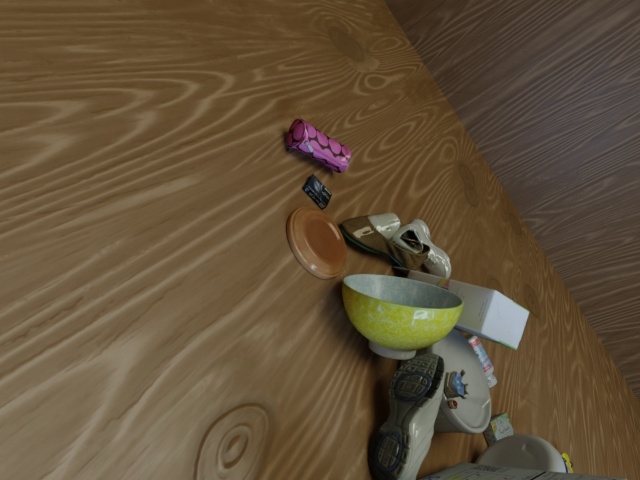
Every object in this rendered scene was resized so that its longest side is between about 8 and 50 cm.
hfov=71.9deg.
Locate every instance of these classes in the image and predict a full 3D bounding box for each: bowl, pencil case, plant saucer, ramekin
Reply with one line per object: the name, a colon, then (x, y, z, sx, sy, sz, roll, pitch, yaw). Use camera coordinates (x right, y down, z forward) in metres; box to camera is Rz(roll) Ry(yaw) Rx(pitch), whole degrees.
bowl: (0.182, 0.190, 1.058, 0.289, 0.289, 0.156, -1, 103, -51)
pencil case: (0.000, -0.263, 1.264, 0.209, 0.095, 0.098, 18, 17, -41)
plant saucer: (0.000, 0.000, 1.115, 0.200, 0.037, 0.200, 31, 44, -35)
ramekin: (0.321, 0.372, 1.159, 0.273, 0.127, 0.273, 31, 43, -34)

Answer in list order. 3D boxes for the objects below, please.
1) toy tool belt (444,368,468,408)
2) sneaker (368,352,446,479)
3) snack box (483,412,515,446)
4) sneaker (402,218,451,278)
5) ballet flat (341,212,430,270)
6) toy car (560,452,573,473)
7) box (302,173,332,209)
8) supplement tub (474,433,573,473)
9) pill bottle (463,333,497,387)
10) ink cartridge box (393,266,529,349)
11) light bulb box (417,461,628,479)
toy tool belt: (0.316, 0.342, 1.018, 0.052, 0.051, 0.083, 34, 44, -32)
sneaker: (0.208, 0.396, 0.988, 0.129, 0.111, 0.297, 47, 64, -39)
snack box: (0.554, 0.597, 1.358, 0.141, 0.037, 0.100, 6, 59, -49)
sneaker: (0.344, 0.042, 1.481, 0.115, 0.090, 0.232, -20, 72, -48)
ballet flat: (0.211, -0.009, 1.299, 0.342, 0.124, 0.116, 28, 28, -35)
toy car: (0.871, 0.895, 1.518, 0.225, 0.053, 0.239, 56, 36, -6)
box: (-0.008, -0.135, 1.220, 0.083, 0.018, 0.067, 46, 37, -18)
supplement tub: (0.571, 0.701, 1.126, 0.331, 0.241, 0.241, 54, 35, -6)
pill bottle: (0.488, 0.383, 1.391, 0.087, 0.087, 0.160, -18, 80, -55)
ink cartridge box: (0.373, 0.186, 1.270, 0.207, 0.353, 0.119, 27, 81, -37)
light bulb box: (0.372, 0.586, 0.837, 0.358, 0.361, 0.225, 14, 66, -45)
